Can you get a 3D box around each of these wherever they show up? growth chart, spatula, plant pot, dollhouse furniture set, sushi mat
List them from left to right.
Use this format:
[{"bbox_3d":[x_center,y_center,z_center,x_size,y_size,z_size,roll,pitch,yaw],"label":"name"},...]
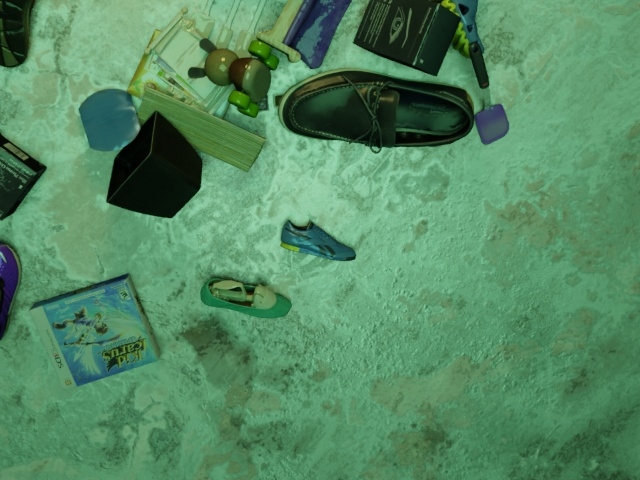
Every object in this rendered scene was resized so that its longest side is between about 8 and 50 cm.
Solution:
[{"bbox_3d":[-0.394,-0.165,1.883,0.167,0.187,0.188,33,121,-30],"label":"plant pot"},{"bbox_3d":[-0.312,-0.418,1.869,0.172,0.021,0.237,-41,104,4],"label":"growth chart"},{"bbox_3d":[-0.299,-0.271,1.910,0.317,0.019,0.151,23,143,-10],"label":"sushi mat"},{"bbox_3d":[-0.216,-0.568,1.889,0.168,0.019,0.242,21,102,-9],"label":"spatula"},{"bbox_3d":[-0.111,-0.367,1.916,0.114,0.081,0.091,-5,105,-3],"label":"dollhouse furniture set"},{"bbox_3d":[0.417,-0.373,1.943,0.084,0.030,0.296,-25,132,1],"label":"spatula"}]

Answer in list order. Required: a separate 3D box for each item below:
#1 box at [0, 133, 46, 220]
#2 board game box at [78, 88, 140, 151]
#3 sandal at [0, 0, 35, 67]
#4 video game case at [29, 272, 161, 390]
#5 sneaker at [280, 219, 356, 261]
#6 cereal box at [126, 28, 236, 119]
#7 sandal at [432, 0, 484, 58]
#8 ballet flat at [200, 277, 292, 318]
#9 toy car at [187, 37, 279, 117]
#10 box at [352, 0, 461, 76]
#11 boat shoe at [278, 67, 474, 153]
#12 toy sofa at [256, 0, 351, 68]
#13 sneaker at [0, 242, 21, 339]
[{"bbox_3d":[-0.799,-0.161,1.908,0.156,0.093,0.158,37,100,-12],"label":"box"},{"bbox_3d":[-0.518,-0.294,1.907,0.133,0.033,0.168,-20,75,-4],"label":"board game box"},{"bbox_3d":[-0.733,-0.563,1.821,0.120,0.086,0.302,14,118,-14],"label":"sandal"},{"bbox_3d":[-0.595,0.244,2.044,0.270,0.061,0.244,-18,106,0],"label":"video game case"},{"bbox_3d":[0.000,0.000,2.027,0.209,0.069,0.082,14,99,-8],"label":"sneaker"},{"bbox_3d":[-0.334,-0.390,1.909,0.240,0.047,0.173,27,100,-12],"label":"cereal box"},{"bbox_3d":[0.342,-0.601,1.877,0.138,0.126,0.317,-24,106,-2],"label":"sandal"},{"bbox_3d":[-0.195,0.150,2.032,0.247,0.083,0.087,9,144,-5],"label":"ballet flat"},{"bbox_3d":[-0.219,-0.404,1.829,0.188,0.149,0.155,22,88,12],"label":"toy car"},{"bbox_3d":[0.205,-0.500,1.838,0.108,0.207,0.153,8,109,-51],"label":"box"},{"bbox_3d":[0.146,-0.317,1.903,0.501,0.156,0.186,2,116,-6],"label":"boat shoe"},{"bbox_3d":[0.002,-0.594,1.830,0.177,0.150,0.362,28,99,-10],"label":"toy sofa"},{"bbox_3d":[-0.839,0.155,1.956,0.102,0.146,0.293,10,104,-7],"label":"sneaker"}]
